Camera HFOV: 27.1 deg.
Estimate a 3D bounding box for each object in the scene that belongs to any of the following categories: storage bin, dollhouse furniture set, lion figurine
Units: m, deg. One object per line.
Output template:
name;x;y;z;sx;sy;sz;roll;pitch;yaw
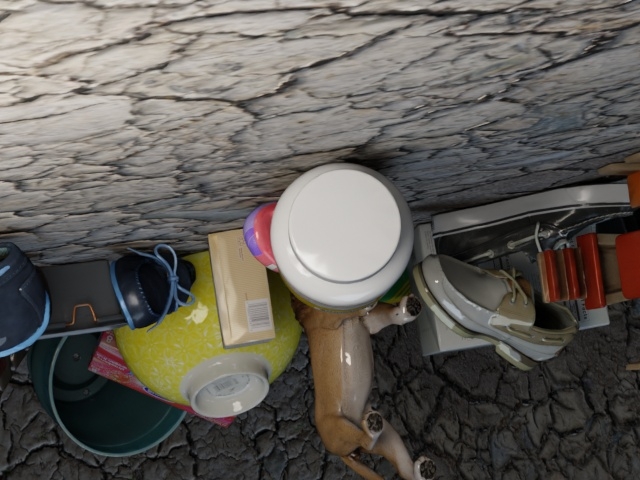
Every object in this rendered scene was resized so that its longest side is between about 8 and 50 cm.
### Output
storage bin;-0.325;0.077;1.730;0.135;0.091;0.098;-8;174;-25
dollhouse furniture set;0.386;0.032;1.655;0.135;0.262;0.259;-6;174;-14
lion figurine;0.038;0.177;1.816;0.142;0.392;0.240;7;171;-31

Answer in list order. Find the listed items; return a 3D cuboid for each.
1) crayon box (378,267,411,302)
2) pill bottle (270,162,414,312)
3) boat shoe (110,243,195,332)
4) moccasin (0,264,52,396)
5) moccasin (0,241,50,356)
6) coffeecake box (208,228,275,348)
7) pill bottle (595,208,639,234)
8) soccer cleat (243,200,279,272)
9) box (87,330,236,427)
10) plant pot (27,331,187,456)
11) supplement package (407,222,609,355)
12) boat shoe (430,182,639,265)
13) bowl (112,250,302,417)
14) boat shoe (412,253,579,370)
crayon box;-0.032;0.087;2.258;0.363;0.106;0.313;-14;173;42
pill bottle;0.020;-0.002;1.290;0.136;0.136;0.245;-9;174;-2
boat shoe;-0.210;0.046;1.701;0.089;0.109;0.258;-17;-169;2
moccasin;-0.431;0.142;1.450;0.147;0.139;0.380;0;-143;15
moccasin;-0.449;0.080;1.321;0.342;0.117;0.138;-22;-142;-17
coffeecake box;-0.104;0.066;1.728;0.068;0.142;0.185;-9;175;-6
pill bottle;0.549;-0.023;2.073;0.219;0.123;0.123;-7;174;-17
soccer cleat;-0.042;0.000;1.521;0.095;0.083;0.248;-7;179;23
box;-0.230;0.187;2.146;0.257;0.122;0.128;24;149;-8
plant pot;-0.394;0.223;2.361;0.271;0.271;0.255;-6;-172;-30
supplement package;0.283;0.062;2.073;0.263;0.198;0.199;-9;174;-5
boat shoe;0.306;-0.011;1.848;0.306;0.105;0.113;-11;174;15
bowl;-0.148;0.161;1.919;0.289;0.156;0.289;-12;143;-9
boat shoe;0.246;0.083;1.832;0.103;0.113;0.302;-33;141;26
